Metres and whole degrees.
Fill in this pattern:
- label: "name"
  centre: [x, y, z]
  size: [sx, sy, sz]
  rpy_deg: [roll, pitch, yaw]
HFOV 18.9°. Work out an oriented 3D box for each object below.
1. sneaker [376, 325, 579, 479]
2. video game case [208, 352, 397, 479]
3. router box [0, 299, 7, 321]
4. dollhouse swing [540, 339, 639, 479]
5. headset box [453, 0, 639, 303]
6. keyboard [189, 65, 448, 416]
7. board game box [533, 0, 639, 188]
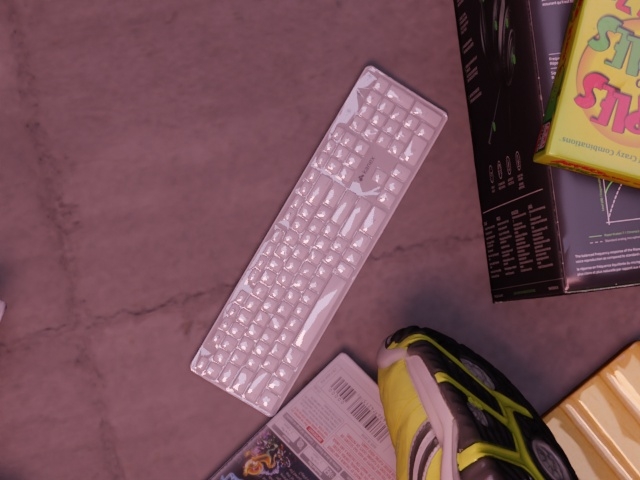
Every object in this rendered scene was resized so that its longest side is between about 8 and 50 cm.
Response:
- label: "sneaker"
  centre: [0.104, 0.225, 1.226]
  size: [0.147, 0.145, 0.385]
  rpy_deg: [-38, 55, 23]
- label: "video game case"
  centre: [0.019, 0.201, 1.336]
  size: [0.173, 0.022, 0.190]
  rpy_deg: [-43, 69, -7]
- label: "router box"
  centre: [-0.390, 0.129, 1.194]
  size: [0.301, 0.082, 0.335]
  rpy_deg: [23, 51, -12]
- label: "dollhouse swing"
  centre: [0.267, 0.267, 1.275]
  size: [0.347, 0.315, 0.305]
  rpy_deg: [-38, 102, -6]
- label: "headset box"
  centre: [0.180, -0.106, 1.293]
  size: [0.131, 0.246, 0.283]
  rpy_deg: [-7, 87, -6]
- label: "keyboard"
  centre: [0.000, 0.000, 1.383]
  size: [0.072, 0.014, 0.256]
  rpy_deg: [31, 84, -4]
- label: "board game box"
  centre: [0.196, -0.125, 1.149]
  size: [0.092, 0.043, 0.181]
  rpy_deg: [15, 85, -4]
